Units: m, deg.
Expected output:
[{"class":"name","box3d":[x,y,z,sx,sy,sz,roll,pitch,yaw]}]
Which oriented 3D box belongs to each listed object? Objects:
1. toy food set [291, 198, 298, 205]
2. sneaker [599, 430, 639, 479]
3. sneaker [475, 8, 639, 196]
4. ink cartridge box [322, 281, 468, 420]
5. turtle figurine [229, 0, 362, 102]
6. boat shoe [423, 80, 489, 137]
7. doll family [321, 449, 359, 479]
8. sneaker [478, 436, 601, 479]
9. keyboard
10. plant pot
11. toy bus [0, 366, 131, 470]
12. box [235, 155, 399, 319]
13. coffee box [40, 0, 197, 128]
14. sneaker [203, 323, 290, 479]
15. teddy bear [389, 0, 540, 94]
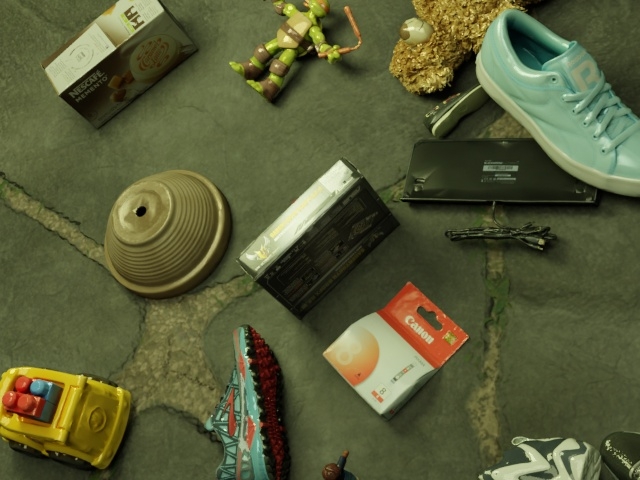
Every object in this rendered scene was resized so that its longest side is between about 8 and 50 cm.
[{"class":"toy food set","box3d":[-0.013,-0.045,1.986,0.083,0.020,0.082,-37,57,4]},{"class":"sneaker","box3d":[0.458,0.306,1.548,0.229,0.132,0.086,32,82,32]},{"class":"sneaker","box3d":[0.378,-0.209,1.778,0.366,0.150,0.135,39,68,19]},{"class":"ink cartridge box","box3d":[0.114,0.163,1.821,0.179,0.045,0.145,-47,58,1]},{"class":"turtle figurine","box3d":[-0.059,-0.364,2.117,0.217,0.087,0.269,-46,66,7]},{"class":"boat shoe","box3d":[0.226,-0.223,1.947,0.133,0.049,0.042,-39,53,0]},{"class":"doll family","box3d":[0.007,0.397,1.716,0.076,0.111,0.193,-4,65,22]},{"class":"sneaker","box3d":[0.276,0.373,1.626,0.153,0.094,0.235,10,79,37]},{"class":"keyboard","box3d":[0.278,-0.073,1.866,0.317,0.033,0.201,2,61,25]},{"class":"plant pot","box3d":[-0.281,-0.027,2.044,0.237,0.110,0.237,-9,64,20]},{"class":"toy bus","box3d":[-0.452,0.268,1.922,0.220,0.211,0.149,6,71,28]},{"class":"box","box3d":[0.000,0.000,1.864,0.231,0.183,0.056,-44,58,0]},{"class":"coffee box","box3d":[-0.372,-0.341,2.212,0.246,0.141,0.098,-37,58,3]},{"class":"sneaker","box3d":[-0.130,0.256,1.849,0.125,0.104,0.261,-17,61,18]},{"class":"teddy bear","box3d":[0.246,-0.392,1.983,0.338,0.113,0.245,-30,56,8]}]
